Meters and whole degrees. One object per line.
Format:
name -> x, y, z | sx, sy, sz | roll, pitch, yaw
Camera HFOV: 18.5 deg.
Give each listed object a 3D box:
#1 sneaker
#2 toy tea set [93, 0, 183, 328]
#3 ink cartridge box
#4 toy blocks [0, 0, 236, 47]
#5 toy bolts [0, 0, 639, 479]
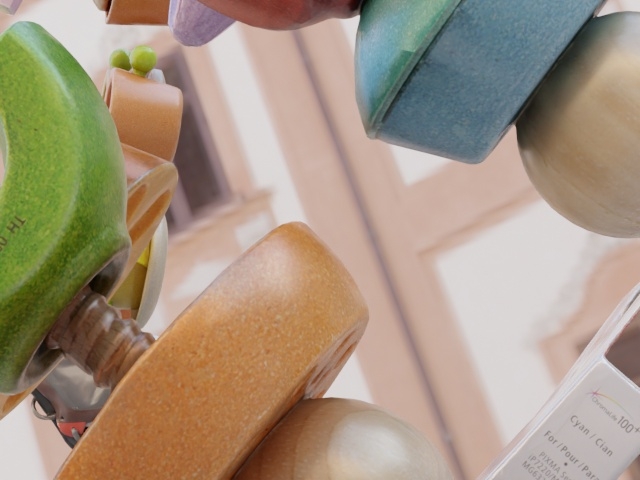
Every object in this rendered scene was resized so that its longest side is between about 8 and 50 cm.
sneaker -> -0.102, 0.080, 0.998 | 0.158, 0.065, 0.061 | 12, -14, 21
toy tea set -> -0.174, -0.070, 1.432 | 0.124, 0.336, 0.200 | 9, -27, -11
ink cartridge box -> 0.181, 0.124, 1.339 | 0.261, 0.066, 0.296 | -47, -7, -11
toy blocks -> 0.027, -0.170, 0.767 | 0.288, 0.260, 0.309 | 16, -19, 36
toy bolts -> 0.000, 0.000, 0.527 | 0.228, 0.158, 0.218 | -52, -6, -12
